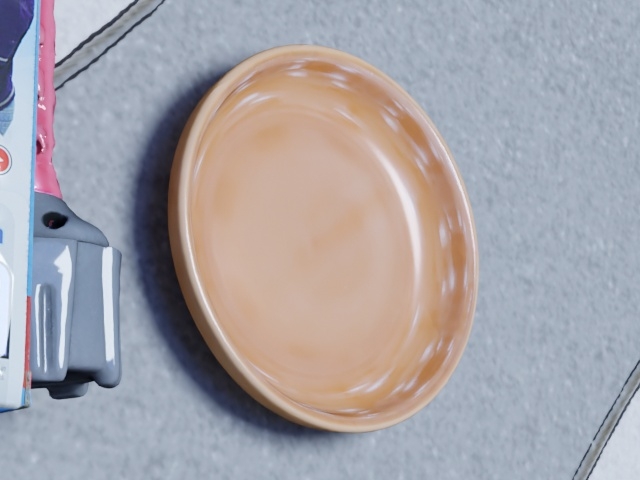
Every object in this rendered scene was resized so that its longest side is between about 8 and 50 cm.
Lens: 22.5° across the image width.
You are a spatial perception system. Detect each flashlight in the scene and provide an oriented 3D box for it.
[{"bbox_3d":[-0.125,-0.086,0.690,0.103,0.103,0.304,7,73,-43],"label":"flashlight"}]

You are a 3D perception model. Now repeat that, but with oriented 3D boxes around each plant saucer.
[{"bbox_3d":[0.000,0.000,0.820,0.200,0.037,0.200,13,69,-39],"label":"plant saucer"}]

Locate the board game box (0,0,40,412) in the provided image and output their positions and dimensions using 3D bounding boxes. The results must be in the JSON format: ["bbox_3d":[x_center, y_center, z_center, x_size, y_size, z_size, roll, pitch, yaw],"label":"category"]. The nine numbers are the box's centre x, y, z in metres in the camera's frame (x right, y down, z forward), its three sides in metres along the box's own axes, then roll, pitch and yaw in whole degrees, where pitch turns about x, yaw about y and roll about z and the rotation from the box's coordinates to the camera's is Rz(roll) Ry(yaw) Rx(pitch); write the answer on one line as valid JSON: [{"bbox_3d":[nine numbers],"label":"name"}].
[{"bbox_3d":[-0.238,-0.105,0.498,0.308,0.086,0.302,12,71,-40],"label":"board game box"}]
